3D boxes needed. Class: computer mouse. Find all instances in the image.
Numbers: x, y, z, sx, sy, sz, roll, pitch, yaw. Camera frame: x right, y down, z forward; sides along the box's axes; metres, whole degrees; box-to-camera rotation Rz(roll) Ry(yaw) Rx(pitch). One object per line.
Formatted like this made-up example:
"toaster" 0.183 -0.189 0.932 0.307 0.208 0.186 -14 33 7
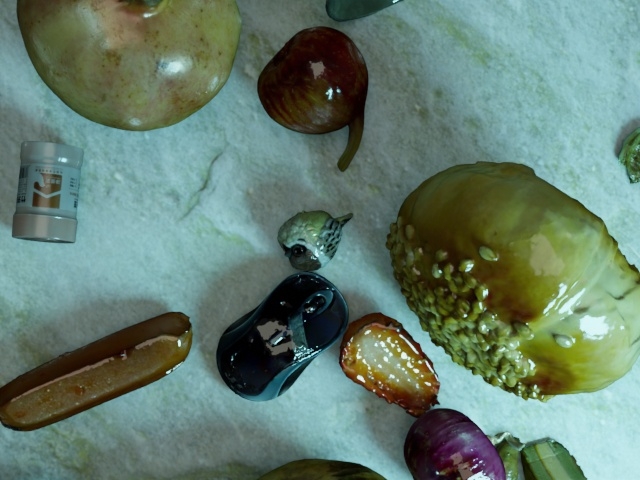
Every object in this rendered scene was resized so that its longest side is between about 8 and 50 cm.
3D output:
"computer mouse" -0.062 0.149 1.600 0.137 0.096 0.233 45 86 1

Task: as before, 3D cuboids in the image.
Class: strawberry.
"strawberry" 0.108 0.198 1.621 0.121 0.082 0.188 -42 102 1

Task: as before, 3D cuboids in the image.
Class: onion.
"onion" 0.208 0.341 1.563 0.177 0.177 0.153 35 63 0

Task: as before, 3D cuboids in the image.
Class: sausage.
"sausage" -0.347 0.205 1.581 0.330 0.102 0.102 -23 88 -4

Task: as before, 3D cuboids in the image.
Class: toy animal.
"toy animal" 0.000 0.000 1.622 0.137 0.098 0.098 -8 86 -25

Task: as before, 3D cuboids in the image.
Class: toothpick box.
"toothpick box" -0.426 -0.074 1.594 0.099 0.098 0.148 4 85 -3

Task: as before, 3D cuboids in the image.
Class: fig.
"fig" 0.015 -0.232 1.611 0.207 0.175 0.175 38 85 -15

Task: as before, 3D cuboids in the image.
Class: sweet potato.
"sweet potato" 0.287 0.404 1.624 0.053 0.054 0.182 4 88 6

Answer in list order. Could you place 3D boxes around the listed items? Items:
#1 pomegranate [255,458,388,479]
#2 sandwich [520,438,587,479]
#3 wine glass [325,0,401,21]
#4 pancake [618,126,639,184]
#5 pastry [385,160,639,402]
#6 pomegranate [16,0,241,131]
"pomegranate" -0.005 0.466 1.478 0.322 0.322 0.322 0 86 -3
"sandwich" 0.377 0.421 1.646 0.079 0.113 0.163 -12 121 -5
"wine glass" 0.040 -0.583 1.590 0.267 0.267 0.406 -27 84 -5
"pancake" 0.560 -0.135 1.694 0.130 0.022 0.116 27 85 -6
"pastry" 0.274 0.069 1.495 0.409 0.409 0.245 45 74 1
"pomegranate" -0.283 -0.331 1.511 0.338 0.338 0.338 0 86 -3
